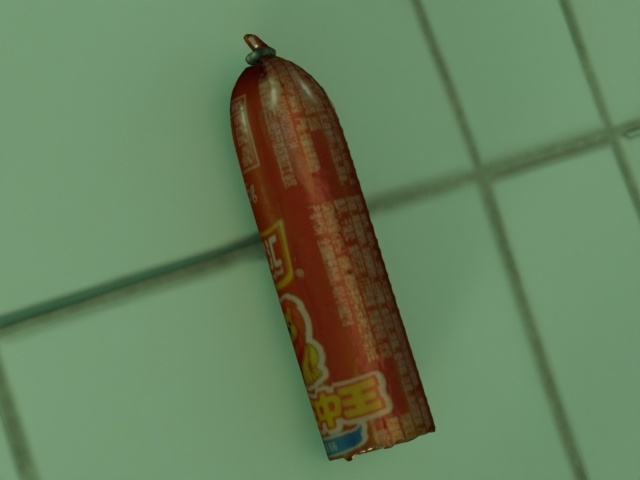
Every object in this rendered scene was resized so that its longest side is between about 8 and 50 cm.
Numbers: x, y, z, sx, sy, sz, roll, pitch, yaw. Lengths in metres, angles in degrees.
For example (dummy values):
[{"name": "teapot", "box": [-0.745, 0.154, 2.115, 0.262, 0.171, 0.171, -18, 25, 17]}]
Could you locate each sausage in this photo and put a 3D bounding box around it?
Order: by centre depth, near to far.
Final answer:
[{"name": "sausage", "box": [0.000, 0.000, 1.115, 0.074, 0.074, 0.274, -14, 86, -31]}]
